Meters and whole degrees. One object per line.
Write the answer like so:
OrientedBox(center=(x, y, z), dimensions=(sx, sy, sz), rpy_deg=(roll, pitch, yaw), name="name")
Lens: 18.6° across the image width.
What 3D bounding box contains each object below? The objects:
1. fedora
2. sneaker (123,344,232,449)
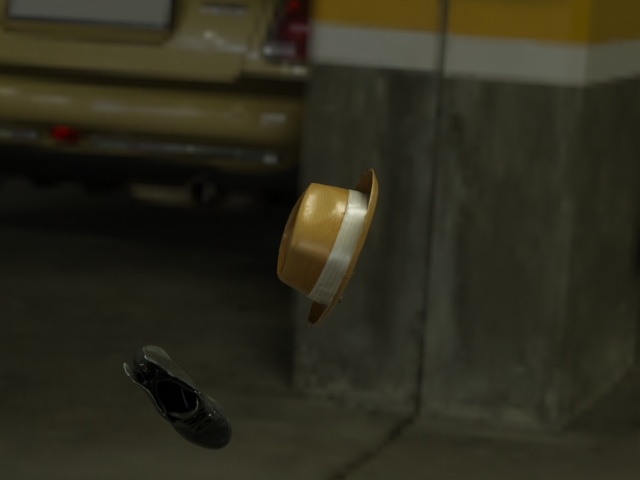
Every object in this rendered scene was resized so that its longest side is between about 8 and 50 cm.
OrientedBox(center=(0.000, 0.000, 2.231), dimensions=(0.079, 0.194, 0.194), rpy_deg=(21, 7, -8), name="fedora")
OrientedBox(center=(-0.140, 0.163, 1.955), dimensions=(0.051, 0.170, 0.089), rpy_deg=(-40, 25, -1), name="sneaker")
